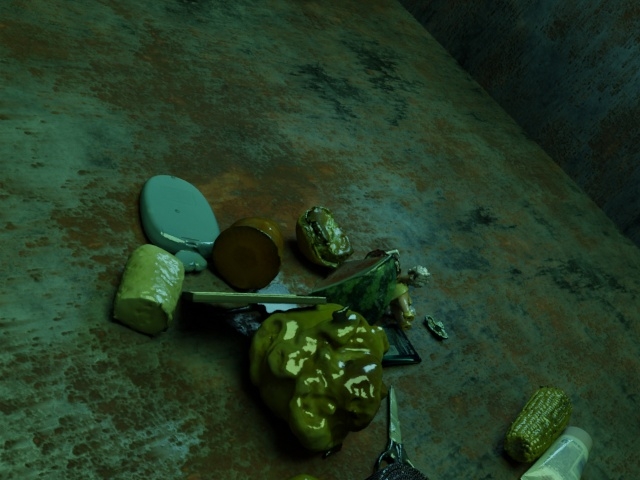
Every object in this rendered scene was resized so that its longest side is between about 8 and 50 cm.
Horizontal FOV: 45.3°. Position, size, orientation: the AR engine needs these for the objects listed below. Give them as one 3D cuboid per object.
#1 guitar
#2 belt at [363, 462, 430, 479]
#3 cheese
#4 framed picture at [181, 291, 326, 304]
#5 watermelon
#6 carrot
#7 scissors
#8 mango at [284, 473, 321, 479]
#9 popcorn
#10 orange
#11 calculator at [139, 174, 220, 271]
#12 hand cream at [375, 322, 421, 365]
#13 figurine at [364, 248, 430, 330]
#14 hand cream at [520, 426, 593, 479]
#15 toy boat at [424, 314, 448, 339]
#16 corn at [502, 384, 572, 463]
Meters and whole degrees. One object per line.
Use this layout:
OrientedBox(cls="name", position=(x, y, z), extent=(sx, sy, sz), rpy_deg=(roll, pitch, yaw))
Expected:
OrientedBox(cls="guitar", position=(-0.149, 0.143, 1.701), extent=(0.233, 0.025, 0.088), rpy_deg=(-4, 51, -47))
OrientedBox(cls="belt", position=(0.175, 0.562, 1.372), extent=(0.260, 0.122, 0.324), rpy_deg=(13, 44, -49))
OrientedBox(cls="cheese", position=(-0.337, 0.094, 1.519), extent=(0.123, 0.093, 0.167), rpy_deg=(25, 34, -16))
OrientedBox(cls="framed picture", position=(-0.142, 0.117, 1.567), extent=(0.266, 0.192, 0.018), rpy_deg=(2, 87, -18))
OrientedBox(cls="watermelon", position=(0.081, 0.090, 1.881), extent=(0.202, 0.207, 0.136), rpy_deg=(41, 2, 36))
OrientedBox(cls="carrot", position=(-0.142, 0.008, 1.778), extent=(0.159, 0.159, 0.225), rpy_deg=(37, 22, -1))
OrientedBox(cls="scissors", position=(0.159, 0.423, 1.649), extent=(0.109, 0.022, 0.300), rpy_deg=(29, 32, -19))
OrientedBox(cls="mango", position=(-0.011, 0.500, 1.322), extent=(0.130, 0.092, 0.194), rpy_deg=(10, 47, -38))
OrientedBox(cls="popcorn", position=(0.015, 0.242, 1.529), extent=(0.298, 0.280, 0.316), rpy_deg=(-14, 44, -31))
OrientedBox(cls="orange", position=(0.000, 0.000, 1.950), extent=(0.160, 0.112, 0.169), rpy_deg=(12, 62, -51))
OrientedBox(cls="calculator", position=(-0.320, -0.044, 1.759), extent=(0.188, 0.042, 0.302), rpy_deg=(13, 37, -35))
OrientedBox(cls="hand cream", position=(0.142, 0.249, 1.826), extent=(0.271, 0.061, 0.120), rpy_deg=(2, 48, -49))
OrientedBox(cls="figurine", position=(0.186, 0.121, 1.946), extent=(0.116, 0.174, 0.240), rpy_deg=(-8, 45, -28))
OrientedBox(cls="hand cream", position=(0.581, 0.554, 1.852), extent=(0.133, 0.083, 0.248), rpy_deg=(45, 44, 13))
OrientedBox(cls="toy boat", position=(0.308, 0.229, 2.024), extent=(0.083, 0.038, 0.038), rpy_deg=(48, 34, 19))
OrientedBox(cls="corn", position=(0.544, 0.455, 1.901), extent=(0.115, 0.115, 0.318), rpy_deg=(46, 35, 14))
